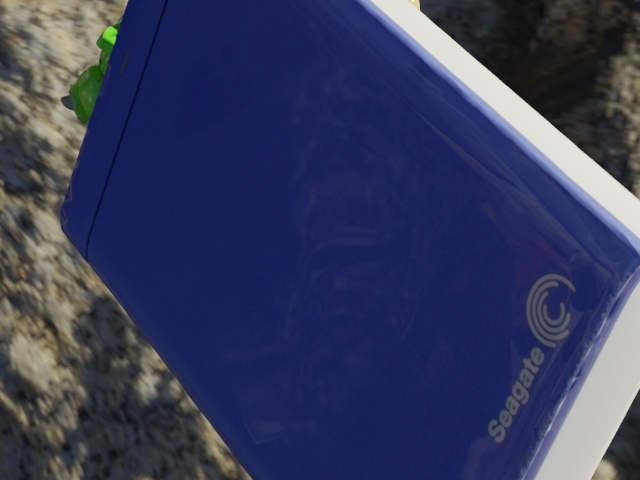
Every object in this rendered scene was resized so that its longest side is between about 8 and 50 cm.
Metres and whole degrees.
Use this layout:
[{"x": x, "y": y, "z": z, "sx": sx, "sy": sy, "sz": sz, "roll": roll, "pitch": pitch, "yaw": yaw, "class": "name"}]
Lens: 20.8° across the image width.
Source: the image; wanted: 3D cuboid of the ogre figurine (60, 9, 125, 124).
[{"x": -0.085, "y": -0.111, "z": 1.135, "sx": 0.118, "sy": 0.097, "sz": 0.197, "roll": 36, "pitch": 132, "yaw": -8, "class": "ogre figurine"}]

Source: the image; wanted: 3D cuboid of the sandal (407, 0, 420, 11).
[{"x": 0.059, "y": -0.277, "z": 1.469, "sx": 0.088, "sy": 0.079, "sz": 0.240, "roll": -29, "pitch": 110, "yaw": -41, "class": "sandal"}]

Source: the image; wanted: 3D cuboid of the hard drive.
[{"x": 0.000, "y": 0.000, "z": 0.734, "sx": 0.040, "sy": 0.319, "sz": 0.210, "roll": -3, "pitch": 126, "yaw": -39, "class": "hard drive"}]
